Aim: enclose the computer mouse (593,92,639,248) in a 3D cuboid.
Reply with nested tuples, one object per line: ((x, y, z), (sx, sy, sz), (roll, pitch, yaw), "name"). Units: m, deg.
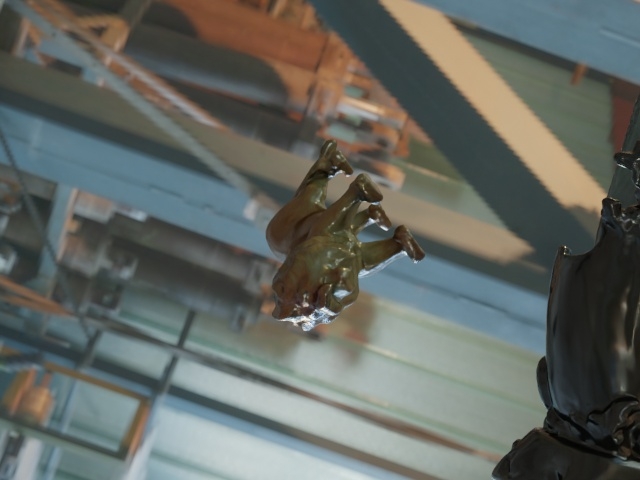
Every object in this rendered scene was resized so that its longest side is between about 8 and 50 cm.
((0.480, -0.057, 1.647), (0.188, 0.122, 0.370), (19, -84, 61), "computer mouse")

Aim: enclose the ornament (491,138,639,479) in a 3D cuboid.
((0.243, 0.054, 0.748), (0.106, 0.251, 0.260), (24, -82, 64), "ornament")

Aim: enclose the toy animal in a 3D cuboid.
((0.000, 0.000, 1.228), (0.157, 0.097, 0.312), (-33, -161, -1), "toy animal")
